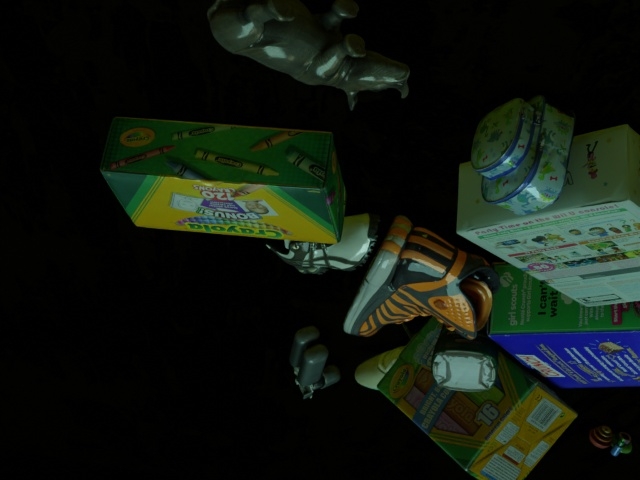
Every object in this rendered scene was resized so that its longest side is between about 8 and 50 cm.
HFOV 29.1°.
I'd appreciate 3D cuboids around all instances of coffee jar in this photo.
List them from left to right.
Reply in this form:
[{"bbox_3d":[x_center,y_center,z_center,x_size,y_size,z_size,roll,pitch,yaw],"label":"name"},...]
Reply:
[{"bbox_3d":[0.219,0.138,1.812,0.096,0.184,0.079,3,122,10],"label":"coffee jar"}]

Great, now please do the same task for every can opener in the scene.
[{"bbox_3d":[-0.006,0.221,2.270,0.095,0.076,0.283,-21,162,-13],"label":"can opener"}]

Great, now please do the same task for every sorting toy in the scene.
[{"bbox_3d":[0.594,0.398,2.484,0.102,0.061,0.042,10,125,-21],"label":"sorting toy"}]

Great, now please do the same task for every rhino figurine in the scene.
[{"bbox_3d":[-0.004,-0.193,1.217,0.243,0.073,0.106,23,150,-34],"label":"rhino figurine"}]

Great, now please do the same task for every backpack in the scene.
[{"bbox_3d":[0.213,-0.091,1.328,0.084,0.114,0.105,19,157,-25],"label":"backpack"}]

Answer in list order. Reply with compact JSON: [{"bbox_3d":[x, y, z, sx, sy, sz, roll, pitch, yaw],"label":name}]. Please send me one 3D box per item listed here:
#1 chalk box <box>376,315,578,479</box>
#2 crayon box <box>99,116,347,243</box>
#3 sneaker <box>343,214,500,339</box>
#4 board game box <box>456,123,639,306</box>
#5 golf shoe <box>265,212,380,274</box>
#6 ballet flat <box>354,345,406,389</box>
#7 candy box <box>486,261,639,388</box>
[{"bbox_3d":[0.226,0.237,1.969,0.289,0.179,0.180,40,-178,41],"label":"chalk box"},{"bbox_3d":[-0.115,-0.074,1.540,0.278,0.081,0.165,5,158,10],"label":"crayon box"},{"bbox_3d":[0.143,0.091,1.743,0.180,0.124,0.321,26,158,2],"label":"sneaker"},{"bbox_3d":[0.339,-0.017,1.475,0.224,0.097,0.303,-11,154,39],"label":"board game box"},{"bbox_3d":[0.000,0.000,1.686,0.094,0.077,0.198,23,153,-30],"label":"golf shoe"},{"bbox_3d":[0.178,0.220,2.178,0.248,0.086,0.086,1,157,15],"label":"ballet flat"},{"bbox_3d":[0.434,0.119,1.752,0.317,0.122,0.268,-6,155,30],"label":"candy box"}]
